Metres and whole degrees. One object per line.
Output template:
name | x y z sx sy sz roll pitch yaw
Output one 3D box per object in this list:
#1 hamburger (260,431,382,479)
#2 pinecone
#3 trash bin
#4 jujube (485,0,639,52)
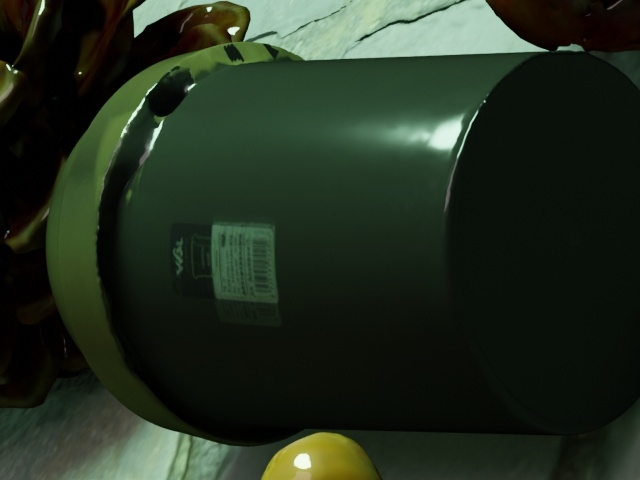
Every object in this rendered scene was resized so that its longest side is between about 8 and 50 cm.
hamburger | -0.027 0.212 0.628 0.237 0.276 0.276 -37 30 -2
pinecone | -0.239 -0.095 1.176 0.398 0.398 0.397 -33 33 25
trash bin | 0.000 0.000 0.875 0.334 0.214 0.214 -4 51 44
jujube | 0.156 -0.224 0.958 0.197 0.197 0.290 -29 35 30
